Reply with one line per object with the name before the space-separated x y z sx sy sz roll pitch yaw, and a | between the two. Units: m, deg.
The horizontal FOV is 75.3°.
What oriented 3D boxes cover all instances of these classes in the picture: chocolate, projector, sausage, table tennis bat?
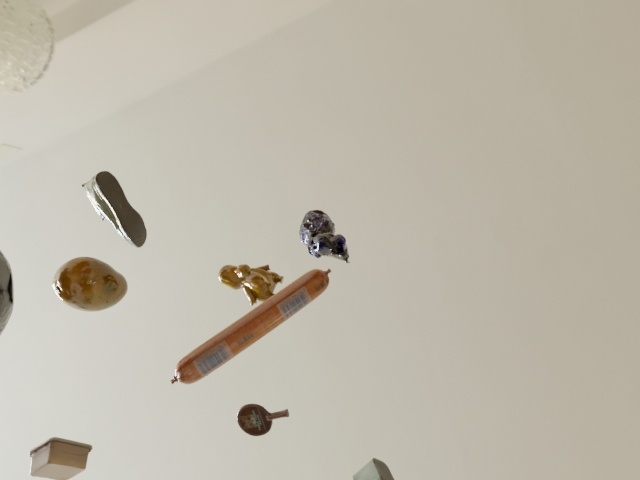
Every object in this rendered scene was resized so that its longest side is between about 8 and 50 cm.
chocolate | 0.003 -0.001 1.250 0.148 0.343 0.126 42 -84 -17
projector | 0.152 0.676 1.161 0.082 0.083 0.083 -45 -57 7
sausage | -0.116 0.152 0.760 0.347 0.053 0.053 -34 -98 -18
table tennis bat | -0.161 0.516 1.278 0.169 0.119 0.108 -17 -81 16

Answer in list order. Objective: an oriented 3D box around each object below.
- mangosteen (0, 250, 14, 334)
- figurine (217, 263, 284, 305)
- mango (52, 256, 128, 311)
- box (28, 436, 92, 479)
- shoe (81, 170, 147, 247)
mangosteen | -0.603 0.072 0.591 0.287 0.288 0.288 0 -91 11
figurine | -0.193 0.097 1.083 0.176 0.122 0.121 8 -120 19
mango | -0.485 0.099 0.884 0.089 0.163 0.111 11 -117 27
box | -0.644 0.543 1.026 0.089 0.122 0.062 -32 -136 9
shoe | -0.672 -0.091 1.363 0.098 0.103 0.275 -13 -66 21
